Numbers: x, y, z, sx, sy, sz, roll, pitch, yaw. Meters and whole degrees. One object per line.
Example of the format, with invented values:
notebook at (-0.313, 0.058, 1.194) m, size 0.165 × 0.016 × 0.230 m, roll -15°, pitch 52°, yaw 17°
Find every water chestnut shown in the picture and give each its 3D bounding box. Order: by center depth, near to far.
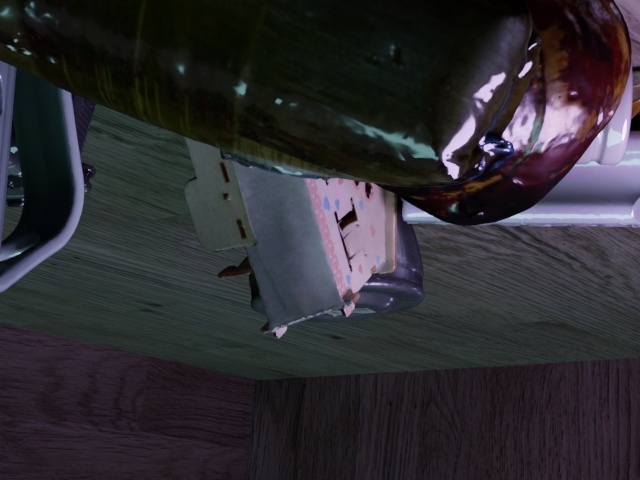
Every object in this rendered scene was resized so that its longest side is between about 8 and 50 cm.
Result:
water chestnut at (0.127, -0.154, 0.905) m, size 0.289 × 0.244 × 0.289 m, roll 9°, pitch 164°, yaw 3°

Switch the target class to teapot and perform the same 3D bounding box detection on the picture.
teapot at (0.023, -0.002, 1.459) m, size 0.240 × 0.239 × 0.321 m, roll -3°, pitch 164°, yaw 4°

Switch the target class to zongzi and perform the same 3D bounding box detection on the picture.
zongzi at (-0.034, -0.172, 0.800) m, size 0.403 × 0.207 × 0.432 m, roll 21°, pitch -171°, yaw 4°

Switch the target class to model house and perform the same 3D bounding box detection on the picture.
model house at (-0.024, -0.082, 1.192) m, size 0.169 × 0.326 × 0.244 m, roll -8°, pitch -163°, yaw 30°

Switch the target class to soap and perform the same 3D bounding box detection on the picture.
soap at (0.284, -0.074, 1.275) m, size 0.347 × 0.115 × 0.208 m, roll 1°, pitch -178°, yaw 10°

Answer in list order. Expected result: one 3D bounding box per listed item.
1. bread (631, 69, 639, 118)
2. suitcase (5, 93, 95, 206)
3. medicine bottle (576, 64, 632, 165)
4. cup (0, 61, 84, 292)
bread at (0.332, -0.159, 1.170) m, size 0.062 × 0.043 × 0.109 m, roll 2°, pitch 165°, yaw 0°
suitcase at (-0.390, -0.144, 1.147) m, size 0.312 × 0.202 × 0.128 m, roll -1°, pitch 153°, yaw 21°
medicine bottle at (0.196, -0.147, 1.090) m, size 0.250 × 0.133 × 0.133 m, roll 1°, pitch 164°, yaw 8°
cup at (-0.377, -0.135, 0.818) m, size 0.310 × 0.392 × 0.401 m, roll 4°, pitch 164°, yaw 3°
